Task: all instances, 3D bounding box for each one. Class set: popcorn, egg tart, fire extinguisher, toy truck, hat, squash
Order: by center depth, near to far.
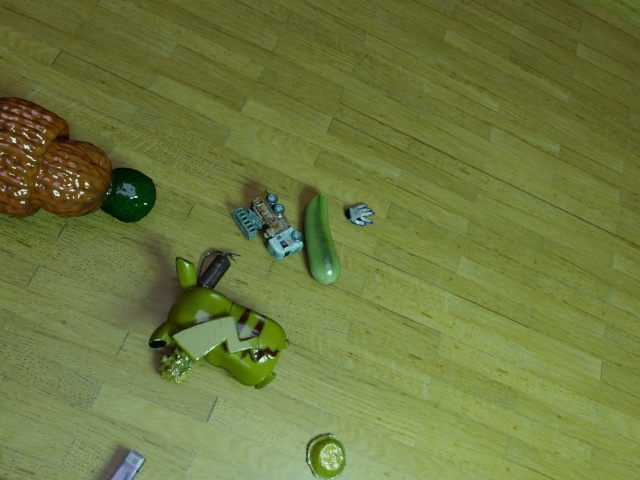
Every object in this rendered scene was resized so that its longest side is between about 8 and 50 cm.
[{"bbox_3d":[-0.594,-0.127,1.325,0.400,0.285,0.285,33,62,-18],"label":"hat"},{"bbox_3d":[-0.327,0.285,1.327,0.082,0.057,0.083,-8,68,-21],"label":"popcorn"},{"bbox_3d":[0.020,0.507,1.356,0.105,0.039,0.105,7,67,-17],"label":"egg tart"},{"bbox_3d":[-0.271,0.079,1.437,0.078,0.045,0.157,30,63,8],"label":"fire extinguisher"},{"bbox_3d":[-0.133,-0.029,1.505,0.115,0.080,0.178,-32,80,-21],"label":"toy truck"},{"bbox_3d":[0.000,0.000,1.538,0.083,0.083,0.250,-2,66,-18],"label":"squash"}]

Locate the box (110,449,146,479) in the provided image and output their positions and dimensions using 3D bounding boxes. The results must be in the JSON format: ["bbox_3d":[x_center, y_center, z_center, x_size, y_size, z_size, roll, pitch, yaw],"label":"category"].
[{"bbox_3d":[-0.415,0.502,1.214,0.036,0.051,0.117,29,64,4],"label":"box"}]

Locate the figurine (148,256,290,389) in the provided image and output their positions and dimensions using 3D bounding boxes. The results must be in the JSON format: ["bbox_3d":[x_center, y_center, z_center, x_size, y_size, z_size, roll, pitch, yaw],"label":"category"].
[{"bbox_3d":[-0.232,0.212,1.319,0.326,0.169,0.218,27,54,-8],"label":"figurine"}]

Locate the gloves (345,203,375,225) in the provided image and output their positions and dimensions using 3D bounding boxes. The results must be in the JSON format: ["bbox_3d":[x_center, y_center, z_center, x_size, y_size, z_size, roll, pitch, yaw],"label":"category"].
[{"bbox_3d":[0.113,-0.070,1.629,0.086,0.026,0.064,-10,73,-26],"label":"gloves"}]
